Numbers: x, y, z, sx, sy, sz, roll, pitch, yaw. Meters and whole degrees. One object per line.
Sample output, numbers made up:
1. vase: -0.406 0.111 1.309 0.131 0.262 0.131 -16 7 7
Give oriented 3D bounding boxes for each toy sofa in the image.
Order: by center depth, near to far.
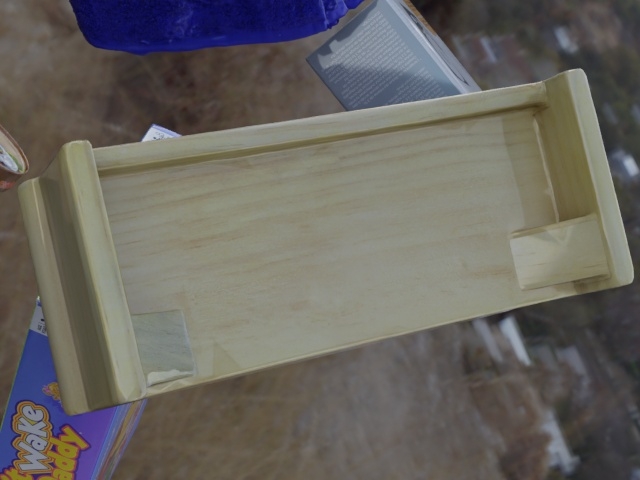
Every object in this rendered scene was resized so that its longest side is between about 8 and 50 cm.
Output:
1. toy sofa: 0.000 0.000 0.813 0.363 0.177 0.150 -11 85 -23

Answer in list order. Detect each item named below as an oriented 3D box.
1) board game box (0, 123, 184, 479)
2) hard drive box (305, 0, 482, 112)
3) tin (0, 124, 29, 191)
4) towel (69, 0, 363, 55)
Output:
1. board game box: -0.184 0.108 1.032 0.078 0.347 0.233 24 38 -1
2. hard drive box: 0.103 -0.100 1.095 0.232 0.089 0.181 51 13 -4
3. tin: -0.351 -0.120 1.172 0.189 0.040 0.106 47 14 4
4. towel: -0.093 -0.265 0.867 0.308 0.228 0.076 79 3 -45
